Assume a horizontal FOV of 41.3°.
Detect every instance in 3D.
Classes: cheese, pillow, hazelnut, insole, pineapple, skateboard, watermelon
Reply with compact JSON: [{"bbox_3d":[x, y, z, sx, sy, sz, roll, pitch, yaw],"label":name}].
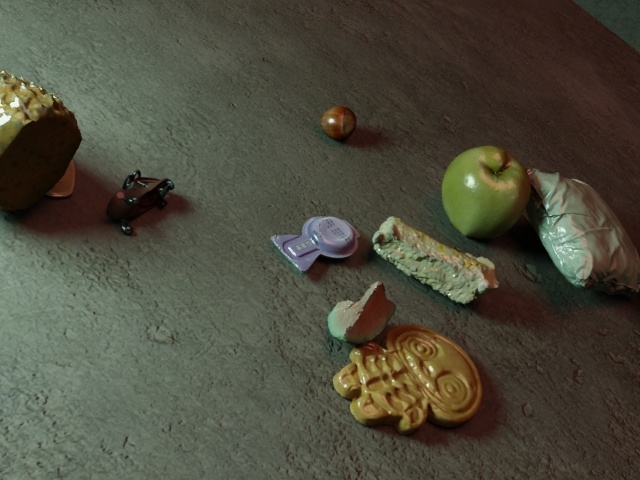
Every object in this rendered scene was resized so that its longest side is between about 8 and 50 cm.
[{"bbox_3d":[0.000,0.000,1.559,0.191,0.042,0.105,-19,58,-45],"label":"cheese"},{"bbox_3d":[0.563,-0.020,1.849,0.283,0.138,0.310,7,52,-49],"label":"pillow"},{"bbox_3d":[0.037,-0.255,1.859,0.086,0.086,0.086,19,38,-15],"label":"hazelnut"},{"bbox_3d":[-0.470,-0.159,1.450,0.081,0.011,0.248,-2,47,-35],"label":"insole"},{"bbox_3d":[-0.544,-0.197,1.312,0.362,0.202,0.202,33,35,23],"label":"pineapple"},{"bbox_3d":[-0.309,-0.076,1.433,0.080,0.067,0.151,27,30,12],"label":"skateboard"},{"bbox_3d":[0.056,0.127,1.419,0.101,0.080,0.155,7,39,19],"label":"watermelon"}]

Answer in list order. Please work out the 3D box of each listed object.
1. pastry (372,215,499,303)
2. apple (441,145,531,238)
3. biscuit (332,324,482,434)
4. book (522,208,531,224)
[{"bbox_3d":[0.217,0.037,1.624,0.258,0.089,0.121,28,33,-4],"label":"pastry"},{"bbox_3d":[0.347,-0.099,1.786,0.200,0.200,0.200,19,38,-15],"label":"apple"},{"bbox_3d":[0.151,0.226,1.404,0.288,0.044,0.202,-2,47,-38],"label":"biscuit"},{"bbox_3d":[0.533,-0.083,2.040,0.168,0.013,0.192,0,46,-35],"label":"book"}]
